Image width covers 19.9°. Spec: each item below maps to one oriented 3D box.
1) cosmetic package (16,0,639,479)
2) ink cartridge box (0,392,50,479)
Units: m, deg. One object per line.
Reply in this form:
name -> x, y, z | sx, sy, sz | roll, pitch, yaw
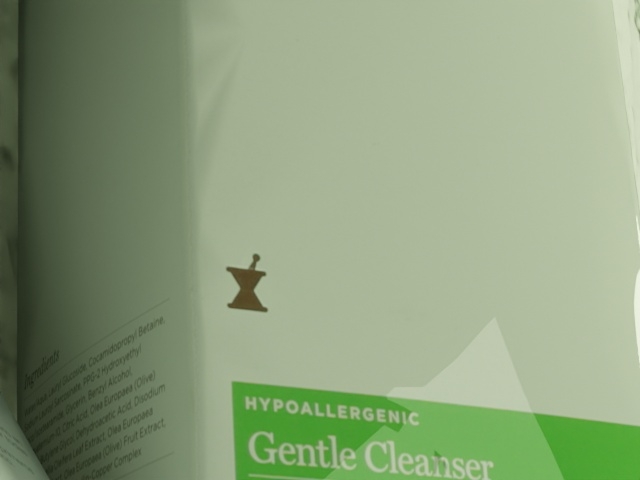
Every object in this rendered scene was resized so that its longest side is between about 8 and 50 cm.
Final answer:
cosmetic package -> 0.000, 0.000, 0.670 | 0.197, 0.155, 0.365 | 8, 68, -30
ink cartridge box -> -0.160, 0.027, 0.423 | 0.330, 0.071, 0.324 | 48, -1, 43
